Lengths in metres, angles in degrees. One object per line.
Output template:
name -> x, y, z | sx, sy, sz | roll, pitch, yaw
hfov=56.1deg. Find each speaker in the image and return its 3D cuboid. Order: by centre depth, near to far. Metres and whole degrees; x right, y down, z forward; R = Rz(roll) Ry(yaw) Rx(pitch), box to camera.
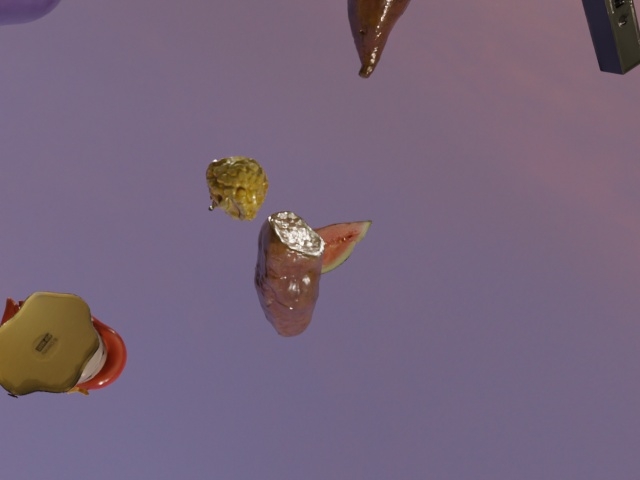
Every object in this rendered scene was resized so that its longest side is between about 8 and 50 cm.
speaker -> 0.361, -0.304, 0.755 | 0.040, 0.191, 0.046 | -34, -151, -4

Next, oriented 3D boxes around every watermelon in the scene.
watermelon -> -0.001, 0.027, 1.621 | 0.303, 0.159, 0.128 | -12, -90, -45

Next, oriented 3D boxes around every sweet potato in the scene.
sweet potato -> -0.039, 0.059, 0.809 | 0.097, 0.252, 0.097 | 0, -131, 0
sweet potato -> 0.107, -0.442, 0.975 | 0.112, 0.359, 0.112 | 11, -154, -5

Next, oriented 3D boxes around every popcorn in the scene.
popcorn -> -0.218, -0.135, 1.548 | 0.170, 0.180, 0.180 | -30, -115, -13

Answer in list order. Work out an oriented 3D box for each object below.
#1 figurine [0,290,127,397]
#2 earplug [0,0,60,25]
figurine -> -0.450, 0.176, 1.029 | 0.208, 0.257, 0.181 | -3, -105, -13
earplug -> -0.525, -0.344, 0.720 | 0.215, 0.215, 0.456 | 44, -140, 20
